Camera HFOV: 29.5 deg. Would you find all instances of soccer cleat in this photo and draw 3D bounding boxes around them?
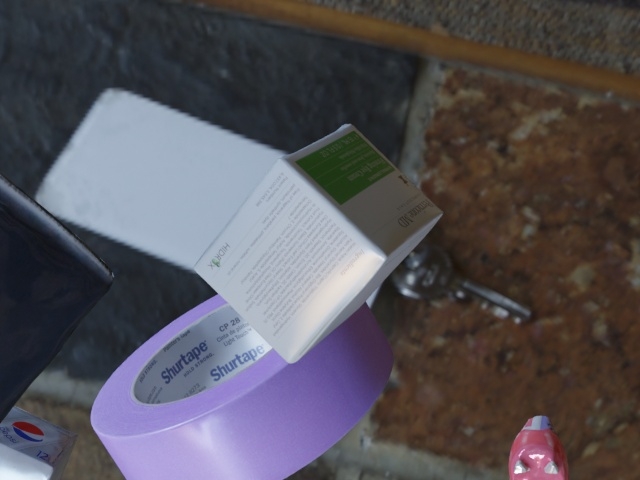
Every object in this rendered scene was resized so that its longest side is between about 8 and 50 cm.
[{"bbox_3d":[0.260,0.326,1.436,0.083,0.248,0.095,1,26,15],"label":"soccer cleat"}]

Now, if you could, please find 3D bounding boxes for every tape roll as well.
[{"bbox_3d":[-0.073,0.130,1.133,0.275,0.275,0.090,-37,110,-22],"label":"tape roll"}]

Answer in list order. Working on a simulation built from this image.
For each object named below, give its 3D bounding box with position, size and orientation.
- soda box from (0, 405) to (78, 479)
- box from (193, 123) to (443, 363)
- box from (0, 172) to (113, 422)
[{"bbox_3d":[-0.375,0.334,1.369,0.098,0.091,0.286,24,106,0],"label":"soda box"},{"bbox_3d":[0.000,0.000,0.741,0.087,0.102,0.101,45,30,6],"label":"box"},{"bbox_3d":[-0.341,0.057,0.487,0.293,0.212,0.395,34,82,29],"label":"box"}]
